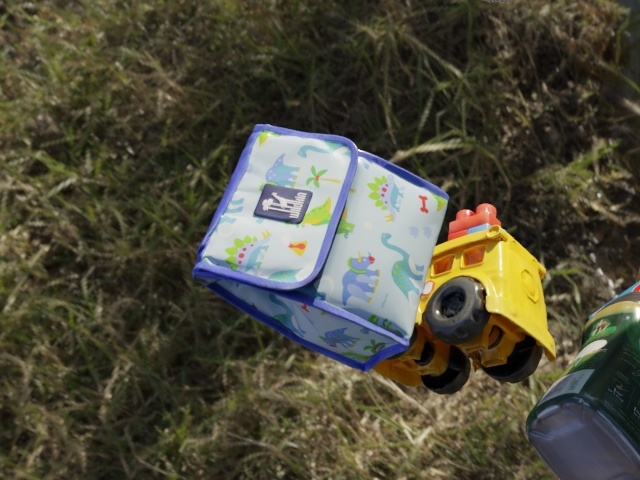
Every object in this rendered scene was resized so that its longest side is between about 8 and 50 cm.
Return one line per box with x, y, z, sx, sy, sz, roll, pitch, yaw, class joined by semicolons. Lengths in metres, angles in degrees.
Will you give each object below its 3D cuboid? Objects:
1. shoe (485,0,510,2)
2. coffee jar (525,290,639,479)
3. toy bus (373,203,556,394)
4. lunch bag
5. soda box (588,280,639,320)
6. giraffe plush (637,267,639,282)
0.173;-0.242;0.655;0.178;0.063;0.081;-178;96;-66;shoe
0.239;0.118;0.691;0.079;0.096;0.184;-43;-4;43;coffee jar
0.166;0.064;1.075;0.220;0.149;0.211;-21;48;37;toy bus
0.000;0.000;0.608;0.096;0.151;0.129;-48;20;60;lunch bag
0.376;0.049;0.861;0.210;0.067;0.071;-38;88;13;soda box
0.451;0.042;1.020;0.181;0.170;0.210;1;54;-21;giraffe plush
